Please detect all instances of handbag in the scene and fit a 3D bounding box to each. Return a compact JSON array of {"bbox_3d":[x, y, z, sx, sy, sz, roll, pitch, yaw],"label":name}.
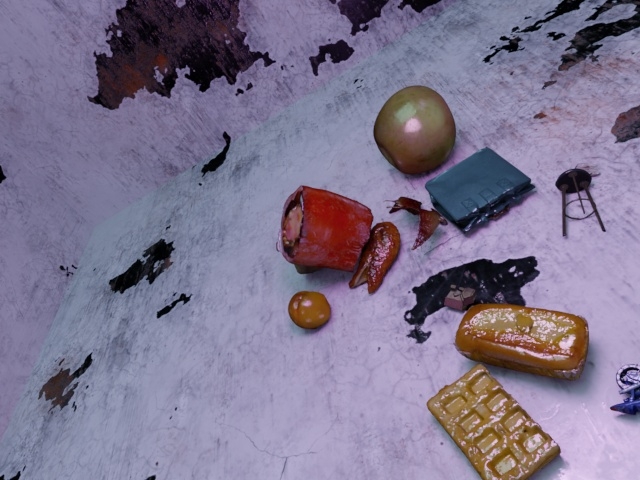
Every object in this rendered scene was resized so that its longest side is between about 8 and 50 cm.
[{"bbox_3d":[0.505,-0.159,1.603,0.269,0.100,0.274,-33,35,1],"label":"handbag"}]

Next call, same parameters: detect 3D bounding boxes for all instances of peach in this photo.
[{"bbox_3d":[-0.040,0.225,1.606,0.138,0.138,0.138,-24,37,19],"label":"peach"}]

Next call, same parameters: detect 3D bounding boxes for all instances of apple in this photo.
[{"bbox_3d":[0.343,-0.405,1.842,0.277,0.319,0.319,-31,34,-5],"label":"apple"}]

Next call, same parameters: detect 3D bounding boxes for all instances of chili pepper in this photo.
[{"bbox_3d":[0.031,-0.028,1.616,0.229,0.305,0.251,141,139,-64],"label":"chili pepper"}]

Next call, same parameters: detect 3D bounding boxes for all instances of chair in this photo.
[{"bbox_3d":[0.714,-0.119,1.366,0.104,0.095,0.221,-6,43,21],"label":"chair"}]

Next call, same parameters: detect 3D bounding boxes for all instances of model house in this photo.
[{"bbox_3d":[0.387,0.163,1.363,0.083,0.057,0.058,15,55,47],"label":"model house"}]

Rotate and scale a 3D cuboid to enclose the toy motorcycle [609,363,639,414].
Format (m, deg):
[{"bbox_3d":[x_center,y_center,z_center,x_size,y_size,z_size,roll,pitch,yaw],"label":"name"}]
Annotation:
[{"bbox_3d":[0.674,0.302,0.938,0.205,0.076,0.114,1,57,43],"label":"toy motorcycle"}]

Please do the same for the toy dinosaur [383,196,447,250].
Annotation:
[{"bbox_3d":[0.299,-0.078,1.660,0.327,0.207,0.113,39,118,50],"label":"toy dinosaur"}]

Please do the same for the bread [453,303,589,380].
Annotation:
[{"bbox_3d":[0.472,0.235,1.151,0.288,0.119,0.152,3,55,43],"label":"bread"}]

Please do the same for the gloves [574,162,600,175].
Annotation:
[{"bbox_3d":[0.786,-0.212,1.458,0.081,0.037,0.044,35,112,39],"label":"gloves"}]

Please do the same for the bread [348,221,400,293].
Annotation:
[{"bbox_3d":[0.184,0.049,1.644,0.139,0.095,0.269,1,53,52],"label":"bread"}]

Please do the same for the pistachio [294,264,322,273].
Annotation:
[{"bbox_3d":[0.000,0.000,1.810,0.162,0.181,0.293,28,68,13],"label":"pistachio"}]

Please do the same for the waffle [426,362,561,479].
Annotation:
[{"bbox_3d":[0.372,0.410,1.086,0.168,0.057,0.274,-39,34,-1],"label":"waffle"}]
